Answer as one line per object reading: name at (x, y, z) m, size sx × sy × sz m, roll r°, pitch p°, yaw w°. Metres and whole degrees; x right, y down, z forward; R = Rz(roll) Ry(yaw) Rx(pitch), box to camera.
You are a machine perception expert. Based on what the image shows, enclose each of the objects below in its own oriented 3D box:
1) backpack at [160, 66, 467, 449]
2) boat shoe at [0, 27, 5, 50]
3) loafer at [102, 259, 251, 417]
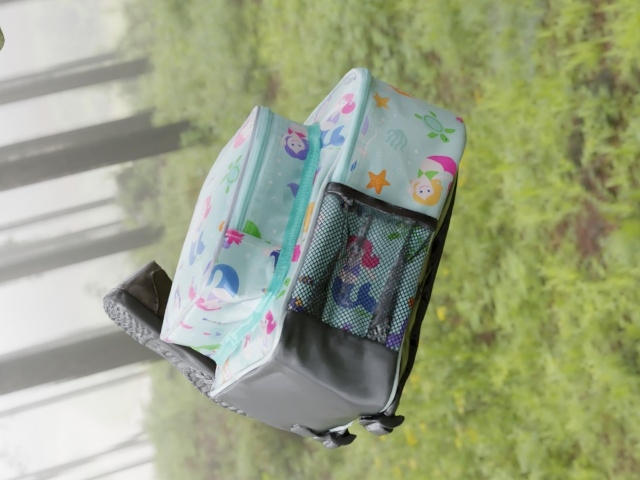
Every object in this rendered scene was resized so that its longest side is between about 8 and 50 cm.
backpack at (0.000, 0.000, 0.988) m, size 0.253 × 0.191 × 0.225 m, roll -66°, pitch 9°, yaw -22°
boat shoe at (-0.435, -0.174, 1.147) m, size 0.103 × 0.302 × 0.113 m, roll 68°, pitch 158°, yaw 11°
loafer at (-0.108, 0.098, 1.304) m, size 0.220 × 0.078 × 0.080 m, roll 41°, pitch 158°, yaw -20°
